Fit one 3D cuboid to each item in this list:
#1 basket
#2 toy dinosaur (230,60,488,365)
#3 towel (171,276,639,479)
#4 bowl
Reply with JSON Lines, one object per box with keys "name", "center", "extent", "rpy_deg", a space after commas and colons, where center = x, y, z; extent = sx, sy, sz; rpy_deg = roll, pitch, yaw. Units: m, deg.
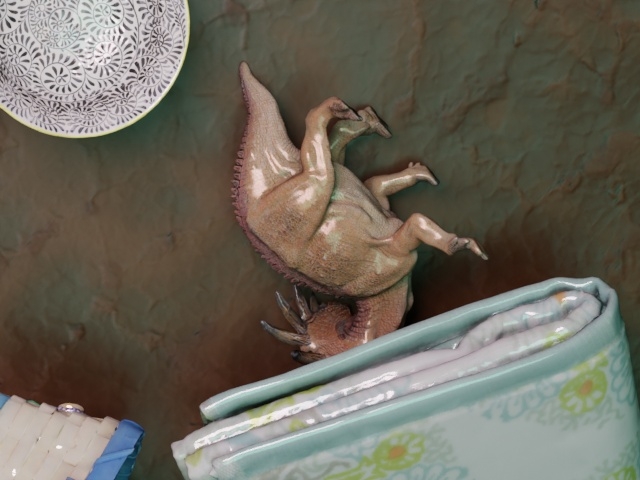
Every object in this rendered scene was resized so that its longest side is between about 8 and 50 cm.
{"name": "basket", "center": [-0.190, 0.252, 1.593], "extent": [0.289, 0.255, 0.201], "rpy_deg": [33, 59, 1]}
{"name": "toy dinosaur", "center": [0.000, 0.000, 1.639], "extent": [0.200, 0.127, 0.296], "rpy_deg": [-42, 99, 10]}
{"name": "towel", "center": [0.089, 0.209, 1.660], "extent": [0.374, 0.090, 0.320], "rpy_deg": [-18, 132, -3]}
{"name": "bowl", "center": [-0.190, -0.168, 1.526], "extent": [0.170, 0.080, 0.170], "rpy_deg": [-4, 104, -15]}
